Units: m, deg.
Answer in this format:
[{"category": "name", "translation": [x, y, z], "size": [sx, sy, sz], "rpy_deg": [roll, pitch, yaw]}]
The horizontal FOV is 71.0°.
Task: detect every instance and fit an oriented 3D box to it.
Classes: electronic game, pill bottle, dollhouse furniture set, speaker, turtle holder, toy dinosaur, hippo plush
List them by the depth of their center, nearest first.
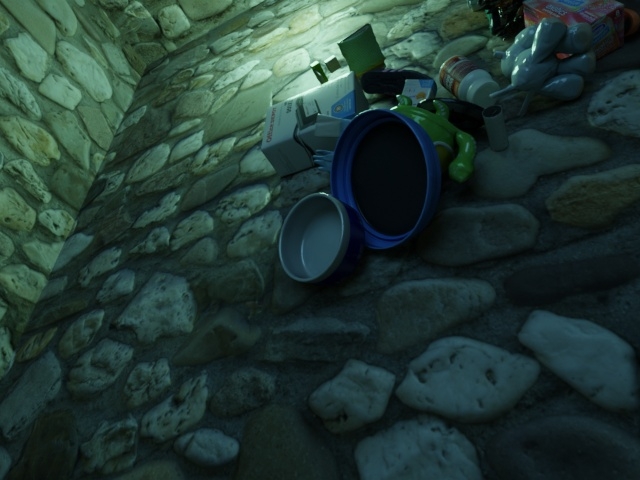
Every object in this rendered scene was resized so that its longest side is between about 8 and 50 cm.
[{"category": "speaker", "translation": [0.519, -0.331, 1.327], "size": [0.055, 0.136, 0.055], "rpy_deg": [-18, 47, 20]}, {"category": "turtle holder", "translation": [0.312, -0.268, 1.368], "size": [0.320, 0.243, 0.228], "rpy_deg": [29, 85, 9]}, {"category": "hippo plush", "translation": [0.678, -0.538, 1.393], "size": [0.294, 0.234, 0.237], "rpy_deg": [-57, 13, 26]}, {"category": "electronic game", "translation": [0.413, -0.397, 1.402], "size": [0.229, 0.229, 0.048], "rpy_deg": [15, 92, 40]}, {"category": "pill bottle", "translation": [0.502, -0.533, 1.522], "size": [0.121, 0.121, 0.221], "rpy_deg": [-30, 43, 7]}, {"category": "toy dinosaur", "translation": [0.694, -0.847, 1.573], "size": [0.321, 0.218, 0.165], "rpy_deg": [4, 72, -8]}, {"category": "dollhouse furniture set", "translation": [0.140, -0.713, 1.853], "size": [0.301, 0.198, 0.151], "rpy_deg": [-33, 42, 5]}]

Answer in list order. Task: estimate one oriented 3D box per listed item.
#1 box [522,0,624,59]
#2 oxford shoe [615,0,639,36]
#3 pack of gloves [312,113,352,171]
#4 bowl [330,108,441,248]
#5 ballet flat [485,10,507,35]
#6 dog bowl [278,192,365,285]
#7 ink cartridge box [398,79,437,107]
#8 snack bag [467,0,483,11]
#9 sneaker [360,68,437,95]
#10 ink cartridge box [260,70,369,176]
[{"category": "box", "translation": [0.811, -0.706, 1.456], "size": [0.153, 0.142, 0.300], "rpy_deg": [-27, 44, 9]}, {"category": "oxford shoe", "translation": [0.948, -0.735, 1.448], "size": [0.098, 0.097, 0.272], "rpy_deg": [-14, 49, -5]}, {"category": "pack of gloves", "translation": [0.086, -0.326, 1.572], "size": [0.231, 0.195, 0.046], "rpy_deg": [16, 20, 23]}, {"category": "bowl", "translation": [0.178, -0.172, 1.285], "size": [0.077, 0.392, 0.391], "rpy_deg": [-9, 28, -37]}, {"category": "ballet flat", "translation": [0.680, -0.863, 1.731], "size": [0.074, 0.074, 0.203], "rpy_deg": [-12, 46, 24]}, {"category": "dog bowl", "translation": [0.000, 0.000, 1.331], "size": [0.264, 0.104, 0.265], "rpy_deg": [-16, 66, 40]}, {"category": "ink cartridge box", "translation": [0.334, -0.474, 1.585], "size": [0.104, 0.061, 0.182], "rpy_deg": [11, 76, 31]}, {"category": "snack bag", "translation": [0.711, -0.954, 1.678], "size": [0.322, 0.037, 0.342], "rpy_deg": [-10, 12, 23]}, {"category": "sneaker", "translation": [0.317, -0.611, 1.728], "size": [0.318, 0.112, 0.131], "rpy_deg": [23, 37, 31]}, {"category": "ink cartridge box", "translation": [-0.018, -0.448, 1.750], "size": [0.394, 0.166, 0.286], "rpy_deg": [-17, 47, 21]}]
